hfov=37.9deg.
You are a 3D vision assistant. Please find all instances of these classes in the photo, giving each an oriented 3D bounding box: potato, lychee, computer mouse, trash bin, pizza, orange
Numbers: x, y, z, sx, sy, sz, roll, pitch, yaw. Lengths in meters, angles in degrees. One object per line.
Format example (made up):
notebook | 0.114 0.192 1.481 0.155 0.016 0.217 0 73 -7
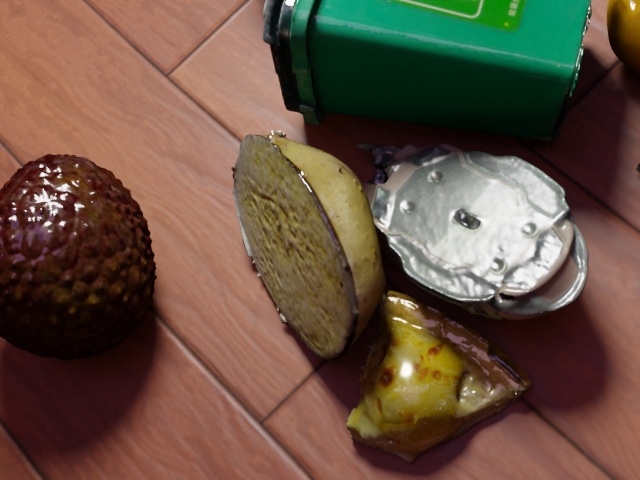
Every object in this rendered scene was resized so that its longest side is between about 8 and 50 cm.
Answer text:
potato | 0.000 0.000 1.150 0.116 0.239 0.299 -13 55 -29
lychee | -0.328 0.024 1.192 0.260 0.260 0.261 -5 67 13
computer mouse | 0.166 -0.015 1.151 0.199 0.115 0.389 -43 48 -11
trash bin | 0.138 -0.261 1.185 0.381 0.295 0.259 15 72 9
pizza | 0.136 0.170 1.097 0.204 0.080 0.188 19 75 20
orange | 0.433 -0.282 1.163 0.159 0.136 0.159 -13 68 36

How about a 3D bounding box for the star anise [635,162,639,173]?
star anise | 0.472 -0.179 1.125 0.212 0.157 0.053 -17 26 10
